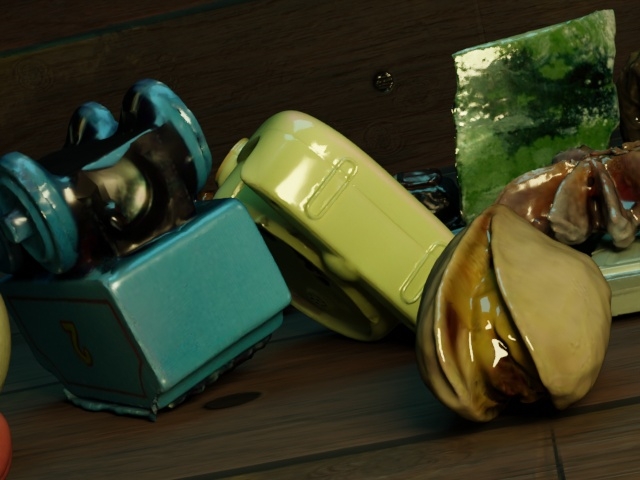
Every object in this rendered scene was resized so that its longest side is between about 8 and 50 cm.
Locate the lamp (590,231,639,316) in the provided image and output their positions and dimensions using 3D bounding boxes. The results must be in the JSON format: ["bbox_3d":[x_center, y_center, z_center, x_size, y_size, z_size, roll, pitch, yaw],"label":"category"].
[{"bbox_3d":[0.367,0.007,1.222,0.267,0.047,0.269,-10,5,16],"label":"lamp"}]

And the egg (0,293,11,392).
[{"bbox_3d":[-0.367,0.090,1.106,0.269,0.219,0.219,-14,3,38],"label":"egg"}]

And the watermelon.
[{"bbox_3d":[0.252,-0.113,1.493,0.151,0.264,0.302,-2,16,21],"label":"watermelon"}]

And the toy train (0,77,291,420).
[{"bbox_3d":[-0.177,0.014,1.225,0.188,0.265,0.300,-33,14,-27],"label":"toy train"}]

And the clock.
[{"bbox_3d":[0.000,0.000,1.287,0.096,0.235,0.308,-53,13,-14],"label":"clock"}]

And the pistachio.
[{"bbox_3d":[0.123,0.048,0.918,0.130,0.131,0.206,-19,8,16],"label":"pistachio"}]

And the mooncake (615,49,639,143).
[{"bbox_3d":[0.420,-0.122,1.572,0.124,0.228,0.228,-21,6,-2],"label":"mooncake"}]

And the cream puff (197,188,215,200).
[{"bbox_3d":[-0.141,0.028,1.662,0.269,0.154,0.241,-16,-3,37],"label":"cream puff"}]

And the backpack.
[{"bbox_3d":[0.121,-0.045,2.014,0.165,0.105,0.120,-8,10,5],"label":"backpack"}]

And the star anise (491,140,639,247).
[{"bbox_3d":[0.254,-0.038,1.266,0.236,0.093,0.229,-16,10,-4],"label":"star anise"}]

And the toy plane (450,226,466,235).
[{"bbox_3d":[0.189,-0.006,1.713,0.226,0.058,0.226,-7,3,18],"label":"toy plane"}]

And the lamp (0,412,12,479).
[{"bbox_3d":[-0.268,0.145,0.977,0.108,0.092,0.107,-1,-28,0],"label":"lamp"}]
